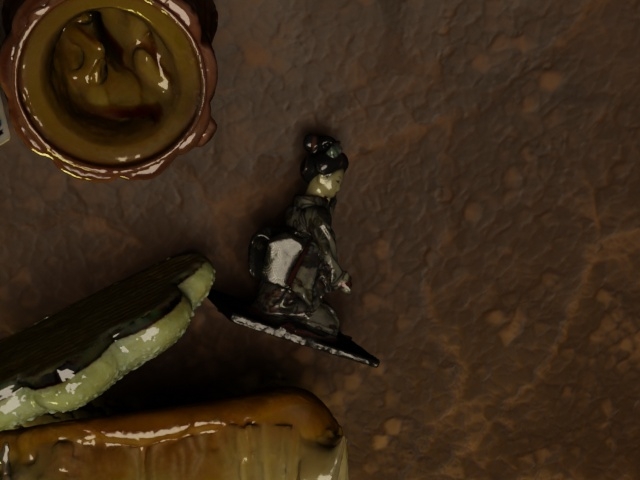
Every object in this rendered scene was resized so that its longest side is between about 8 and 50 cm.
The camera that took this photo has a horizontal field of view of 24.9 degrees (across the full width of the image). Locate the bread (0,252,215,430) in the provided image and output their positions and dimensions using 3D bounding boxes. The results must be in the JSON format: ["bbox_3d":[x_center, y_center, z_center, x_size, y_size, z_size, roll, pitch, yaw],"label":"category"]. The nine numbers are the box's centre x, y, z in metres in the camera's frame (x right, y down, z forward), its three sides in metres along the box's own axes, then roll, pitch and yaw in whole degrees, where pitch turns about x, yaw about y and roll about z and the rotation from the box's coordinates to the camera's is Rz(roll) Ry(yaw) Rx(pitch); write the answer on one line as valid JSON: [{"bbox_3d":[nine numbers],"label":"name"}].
[{"bbox_3d":[-0.227,0.106,1.357,0.286,0.207,0.056,-26,106,6],"label":"bread"}]

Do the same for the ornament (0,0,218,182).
[{"bbox_3d":[-0.178,-0.158,1.248,0.235,0.217,0.221,-43,110,10],"label":"ornament"}]

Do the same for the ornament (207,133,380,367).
[{"bbox_3d":[0.000,0.000,1.394,0.153,0.166,0.196,18,93,-16],"label":"ornament"}]

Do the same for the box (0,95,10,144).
[{"bbox_3d":[-0.408,-0.204,1.225,0.265,0.048,0.273,3,115,24],"label":"box"}]

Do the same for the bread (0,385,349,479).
[{"bbox_3d":[-0.168,0.234,1.396,0.389,0.236,0.183,-2,68,-8],"label":"bread"}]
